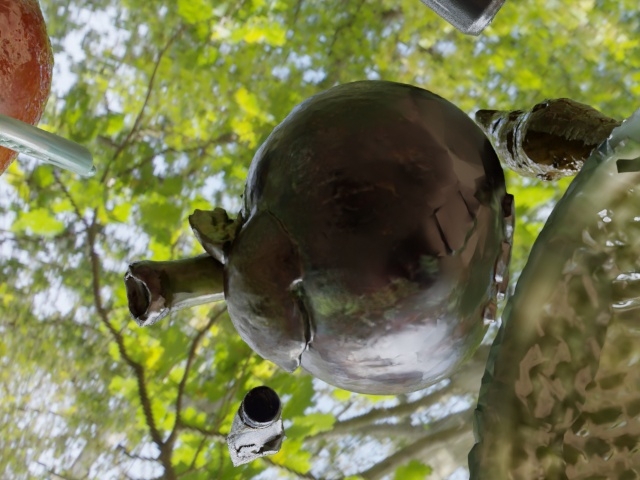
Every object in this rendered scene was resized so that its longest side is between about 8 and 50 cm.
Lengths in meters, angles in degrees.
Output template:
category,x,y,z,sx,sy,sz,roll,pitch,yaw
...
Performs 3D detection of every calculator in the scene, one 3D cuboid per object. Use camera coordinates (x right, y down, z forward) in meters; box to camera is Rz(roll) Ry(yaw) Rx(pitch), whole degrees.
category,x,y,z,sx,sy,sz,roll,pitch,yaw
calculator,-0.221,-0.076,0.824,0.095,0.153,0.021,18,-92,27

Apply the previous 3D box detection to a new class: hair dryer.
category,x,y,z,sx,sy,sz,roll,pitch,yaw
hair dryer,0.173,-0.310,1.025,0.114,0.248,0.070,38,-150,-3

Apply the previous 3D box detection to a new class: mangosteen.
category,x,y,z,sx,sy,sz,roll,pitch,yaw
mangosteen,0.000,0.000,0.818,0.289,0.231,0.231,-3,-119,-1

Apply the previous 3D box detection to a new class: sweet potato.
category,x,y,z,sx,sy,sz,roll,pitch,yaw
sweet potato,0.182,-0.073,0.834,0.067,0.274,0.067,-3,-78,-15

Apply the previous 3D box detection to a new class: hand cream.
category,x,y,z,sx,sy,sz,roll,pitch,yaw
hand cream,-0.058,0.175,1.053,0.062,0.163,0.039,-29,-109,-17

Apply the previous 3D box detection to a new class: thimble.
category,x,y,z,sx,sy,sz,roll,pitch,yaw
thimble,0.189,0.064,0.493,0.150,0.271,0.270,23,-124,-11

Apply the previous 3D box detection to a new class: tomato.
category,x,y,z,sx,sy,sz,roll,pitch,yaw
tomato,-0.380,-0.163,1.116,0.176,0.289,0.335,11,-145,-39
